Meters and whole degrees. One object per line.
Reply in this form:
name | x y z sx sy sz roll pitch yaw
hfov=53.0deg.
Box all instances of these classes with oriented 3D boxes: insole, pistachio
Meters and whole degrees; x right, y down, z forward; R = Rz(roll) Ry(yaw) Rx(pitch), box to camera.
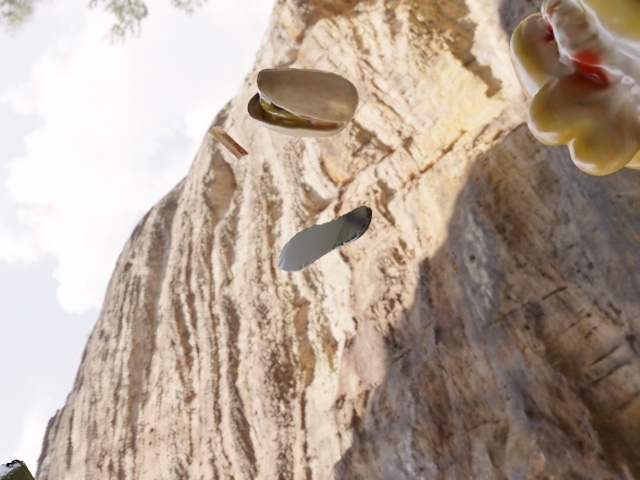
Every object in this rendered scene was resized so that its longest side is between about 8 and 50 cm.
insole | 0.000 0.000 1.270 0.012 0.309 0.110 31 -124 -25
pistachio | -0.037 -0.367 1.683 0.299 0.187 0.188 5 -126 -22

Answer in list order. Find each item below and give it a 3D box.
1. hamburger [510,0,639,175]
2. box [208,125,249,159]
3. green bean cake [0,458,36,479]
hamburger | 0.334 -0.182 0.699 0.260 0.186 0.303 34 -144 -4
box | -0.201 -0.215 1.412 0.093 0.015 0.058 42 -164 -4
green bean cake | -0.584 0.477 1.060 0.214 0.200 0.113 -67 -44 -69
